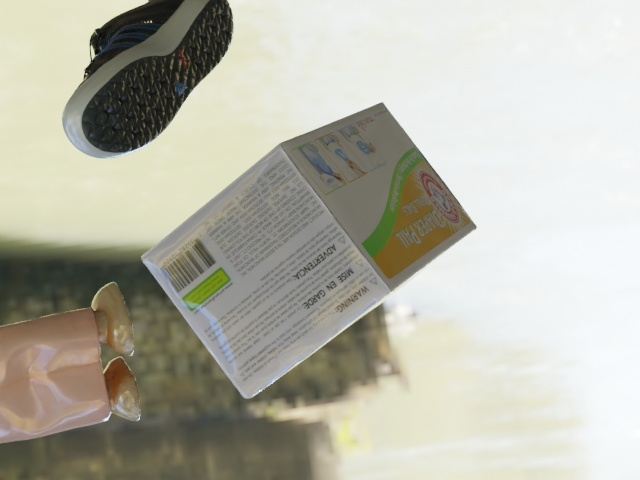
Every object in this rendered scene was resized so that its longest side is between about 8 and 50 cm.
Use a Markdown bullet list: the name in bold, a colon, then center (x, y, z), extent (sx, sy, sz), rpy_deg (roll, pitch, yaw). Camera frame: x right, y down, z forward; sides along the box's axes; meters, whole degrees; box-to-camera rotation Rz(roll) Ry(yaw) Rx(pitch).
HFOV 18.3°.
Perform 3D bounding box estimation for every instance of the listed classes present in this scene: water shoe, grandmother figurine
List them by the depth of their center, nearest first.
- **water shoe**: center (-0.143, -0.124, 1.485), extent (0.080, 0.073, 0.203), rpy_deg (8, -146, 31)
- **grandmother figurine**: center (-0.328, 0.136, 1.660), extent (0.342, 0.208, 0.104), rpy_deg (-8, -173, -18)

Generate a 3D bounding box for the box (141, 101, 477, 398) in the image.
- **box**: center (0.000, 0.000, 1.180), extent (0.114, 0.103, 0.203), rpy_deg (-38, 177, 20)
